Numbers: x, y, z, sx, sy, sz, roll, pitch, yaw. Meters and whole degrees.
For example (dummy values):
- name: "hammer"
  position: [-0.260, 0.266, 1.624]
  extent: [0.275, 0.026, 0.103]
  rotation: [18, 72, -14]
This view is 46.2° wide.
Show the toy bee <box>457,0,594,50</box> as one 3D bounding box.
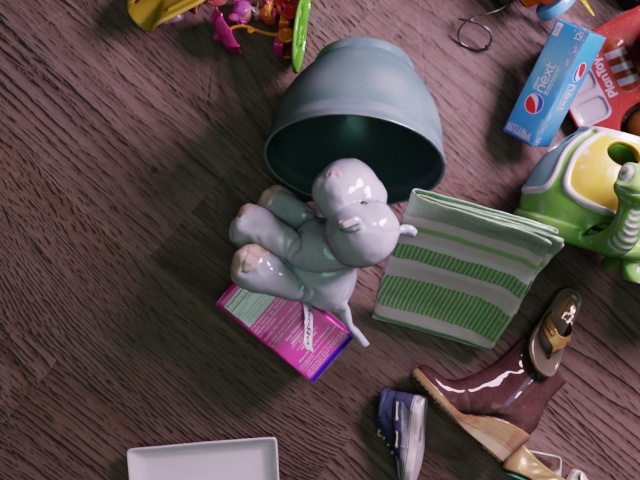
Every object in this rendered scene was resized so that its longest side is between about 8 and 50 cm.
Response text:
- name: "toy bee"
  position: [0.379, -0.463, 1.285]
  extent: [0.195, 0.298, 0.162]
  rotation: [60, 44, -38]

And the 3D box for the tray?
- name: "tray"
  position: [-0.210, 0.435, 1.368]
  extent: [0.270, 0.030, 0.145]
  rotation: [-4, 93, -4]

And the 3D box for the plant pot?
- name: "plant pot"
  position: [0.063, -0.209, 1.246]
  extent: [0.293, 0.293, 0.196]
  rotation: [9, 66, -5]

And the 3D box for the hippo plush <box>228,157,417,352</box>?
- name: "hippo plush"
  position: [0.000, 0.000, 1.182]
  extent: [0.234, 0.236, 0.294]
  rotation: [0, 63, -33]

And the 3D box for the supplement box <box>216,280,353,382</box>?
- name: "supplement box"
  position: [-0.064, 0.131, 1.320]
  extent: [0.220, 0.111, 0.114]
  rotation: [41, 90, -5]

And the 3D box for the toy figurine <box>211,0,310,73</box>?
- name: "toy figurine"
  position: [-0.106, -0.383, 1.296]
  extent: [0.159, 0.130, 0.173]
  rotation: [8, 71, 4]

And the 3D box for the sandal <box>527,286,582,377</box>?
- name: "sandal"
  position: [0.435, 0.163, 1.372]
  extent: [0.072, 0.049, 0.180]
  rotation: [32, 74, -7]

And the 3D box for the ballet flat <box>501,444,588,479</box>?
- name: "ballet flat"
  position: [0.452, 0.447, 1.399]
  extent: [0.232, 0.080, 0.073]
  rotation: [28, 76, -7]

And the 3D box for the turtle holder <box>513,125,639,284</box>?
- name: "turtle holder"
  position: [0.448, -0.071, 1.242]
  extent: [0.243, 0.320, 0.227]
  rotation: [21, 98, 28]

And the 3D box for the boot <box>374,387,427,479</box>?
- name: "boot"
  position: [0.144, 0.363, 1.382]
  extent: [0.086, 0.069, 0.190]
  rotation: [11, 104, 24]

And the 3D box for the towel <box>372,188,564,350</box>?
- name: "towel"
  position: [0.231, 0.063, 1.260]
  extent: [0.248, 0.325, 0.038]
  rotation: [16, 49, 1]

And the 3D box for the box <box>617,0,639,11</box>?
- name: "box"
  position: [0.594, -0.502, 1.308]
  extent: [0.093, 0.158, 0.156]
  rotation: [44, 89, -6]

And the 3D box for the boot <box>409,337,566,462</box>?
- name: "boot"
  position: [0.309, 0.259, 1.387]
  extent: [0.248, 0.090, 0.207]
  rotation: [41, 77, -3]

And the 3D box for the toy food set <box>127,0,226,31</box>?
- name: "toy food set"
  position: [-0.220, -0.421, 1.286]
  extent: [0.218, 0.071, 0.128]
  rotation: [-24, 58, 7]

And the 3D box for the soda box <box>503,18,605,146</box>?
- name: "soda box"
  position: [0.404, -0.270, 1.305]
  extent: [0.067, 0.071, 0.210]
  rotation: [39, 119, 32]

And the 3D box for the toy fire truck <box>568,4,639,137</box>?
- name: "toy fire truck"
  position: [0.568, -0.261, 1.337]
  extent: [0.254, 0.169, 0.302]
  rotation: [-25, 97, 24]
